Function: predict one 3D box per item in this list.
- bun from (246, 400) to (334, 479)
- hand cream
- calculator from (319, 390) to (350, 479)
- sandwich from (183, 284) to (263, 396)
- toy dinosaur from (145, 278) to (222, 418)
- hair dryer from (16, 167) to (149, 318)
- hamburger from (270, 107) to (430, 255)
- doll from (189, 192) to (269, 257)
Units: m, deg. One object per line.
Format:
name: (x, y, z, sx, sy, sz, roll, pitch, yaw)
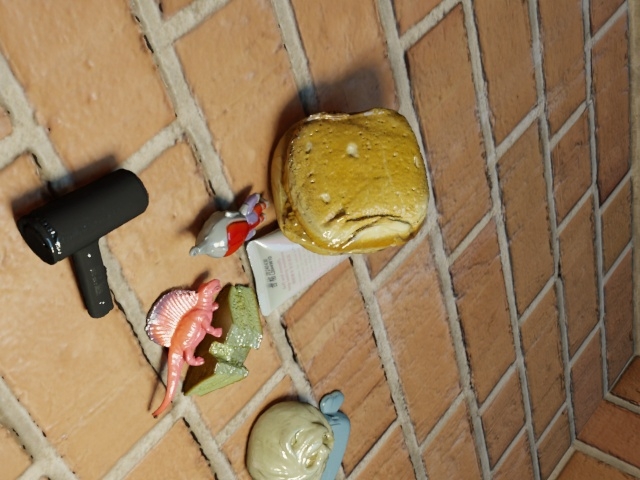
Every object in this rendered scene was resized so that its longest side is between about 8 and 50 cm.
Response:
bun: (-0.053, 0.466, 2.040, 0.231, 0.133, 0.231, -13, 113, -34)
hand cream: (0.000, 0.000, 1.918, 0.359, 0.118, 0.185, -31, 132, -29)
calculator: (-0.003, 0.507, 2.216, 0.188, 0.042, 0.302, 5, 104, -51)
sandwich: (-0.182, 0.207, 1.799, 0.090, 0.088, 0.244, 23, 90, -49)
toy dinosaur: (-0.277, 0.187, 1.706, 0.139, 0.070, 0.286, 35, 83, -42)
hair dryer: (-0.371, 0.022, 1.495, 0.197, 0.089, 0.251, -36, 143, -38)
hamburger: (0.059, -0.114, 1.797, 0.305, 0.174, 0.284, -4, 84, -31)
doll: (-0.168, -0.018, 1.710, 0.227, 0.075, 0.102, -36, 144, -48)
